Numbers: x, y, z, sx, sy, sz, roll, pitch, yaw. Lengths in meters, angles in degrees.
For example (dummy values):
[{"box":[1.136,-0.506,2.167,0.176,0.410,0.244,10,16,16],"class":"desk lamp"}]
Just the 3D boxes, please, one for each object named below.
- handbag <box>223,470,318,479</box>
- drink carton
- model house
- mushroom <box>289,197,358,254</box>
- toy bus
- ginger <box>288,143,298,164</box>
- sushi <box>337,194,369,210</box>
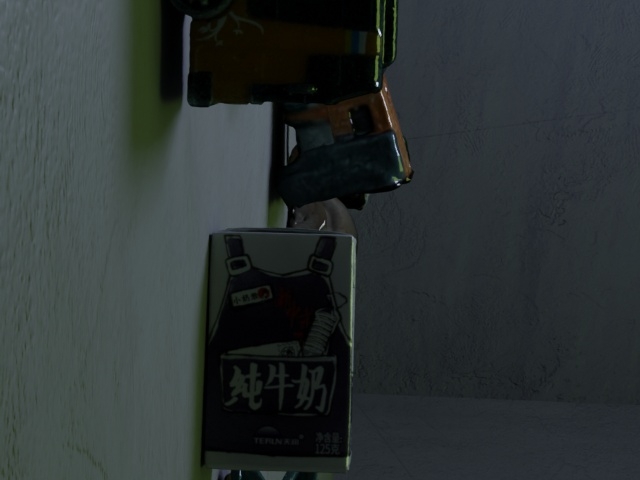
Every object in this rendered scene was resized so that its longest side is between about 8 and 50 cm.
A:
[{"box":[-0.059,0.372,1.499,0.268,0.100,0.274,94,1,-63],"class":"handbag"},{"box":[-0.035,0.100,1.355,0.102,0.134,0.222,25,67,-86],"class":"drink carton"},{"box":[0.016,-0.201,1.959,0.253,0.184,0.291,-52,132,-79],"class":"model house"},{"box":[0.000,0.000,2.230,0.141,0.117,0.188,108,-15,-55],"class":"mushroom"},{"box":[-0.023,-0.233,1.063,0.138,0.167,0.275,-67,160,-82],"class":"toy bus"},{"box":[-0.009,-0.249,2.146,0.089,0.075,0.288,8,85,-45],"class":"ginger"},{"box":[0.032,-0.163,2.418,0.124,0.127,0.225,-77,177,-77],"class":"sushi"}]
